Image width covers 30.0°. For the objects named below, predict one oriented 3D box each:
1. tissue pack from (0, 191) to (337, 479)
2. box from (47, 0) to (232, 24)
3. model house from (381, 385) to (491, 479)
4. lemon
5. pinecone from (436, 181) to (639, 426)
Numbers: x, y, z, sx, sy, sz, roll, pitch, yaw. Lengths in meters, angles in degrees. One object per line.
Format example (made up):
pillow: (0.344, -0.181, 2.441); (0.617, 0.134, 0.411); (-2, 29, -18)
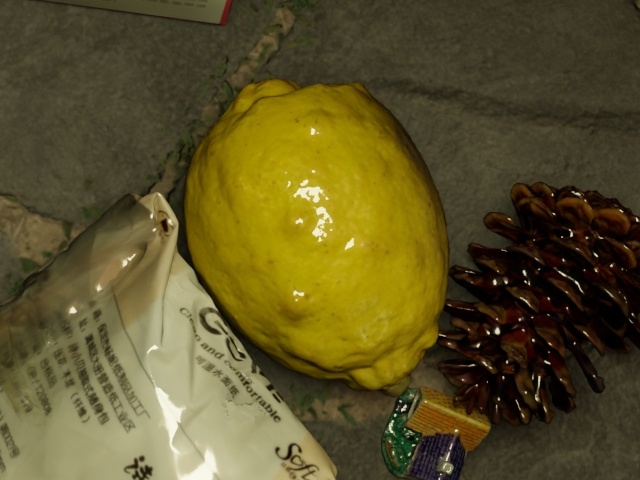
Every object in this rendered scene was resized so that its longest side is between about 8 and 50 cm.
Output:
tissue pack: (-0.214, 0.199, 1.164); (0.390, 0.195, 0.375); (-37, 83, 10)
box: (-0.214, -0.429, 1.248); (0.314, 0.312, 0.300); (6, 80, -10)
model house: (0.123, 0.216, 1.306); (0.087, 0.100, 0.101); (24, 76, -7)
lemon: (-0.004, -0.007, 1.243); (0.285, 0.285, 0.316); (2, 102, -12)
pinecone: (0.244, 0.078, 1.287); (0.246, 0.246, 0.292); (42, 74, -2)
